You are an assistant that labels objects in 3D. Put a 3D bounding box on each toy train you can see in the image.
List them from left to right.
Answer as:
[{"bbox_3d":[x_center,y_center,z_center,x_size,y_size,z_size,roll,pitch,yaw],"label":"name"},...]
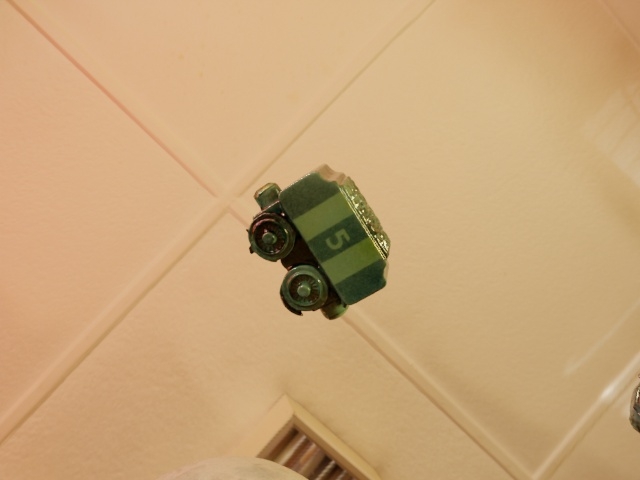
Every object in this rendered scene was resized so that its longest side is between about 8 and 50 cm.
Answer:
[{"bbox_3d":[0.000,0.000,1.127,0.238,0.167,0.299,-29,-81,16],"label":"toy train"}]

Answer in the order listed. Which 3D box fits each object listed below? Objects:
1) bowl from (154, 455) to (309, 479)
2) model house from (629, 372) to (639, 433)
[{"bbox_3d":[-0.113,0.327,0.608,0.313,0.146,0.314,-8,-65,-18],"label":"bowl"},{"bbox_3d":[0.749,0.353,1.001,0.360,0.297,0.339,-36,-53,-21],"label":"model house"}]
